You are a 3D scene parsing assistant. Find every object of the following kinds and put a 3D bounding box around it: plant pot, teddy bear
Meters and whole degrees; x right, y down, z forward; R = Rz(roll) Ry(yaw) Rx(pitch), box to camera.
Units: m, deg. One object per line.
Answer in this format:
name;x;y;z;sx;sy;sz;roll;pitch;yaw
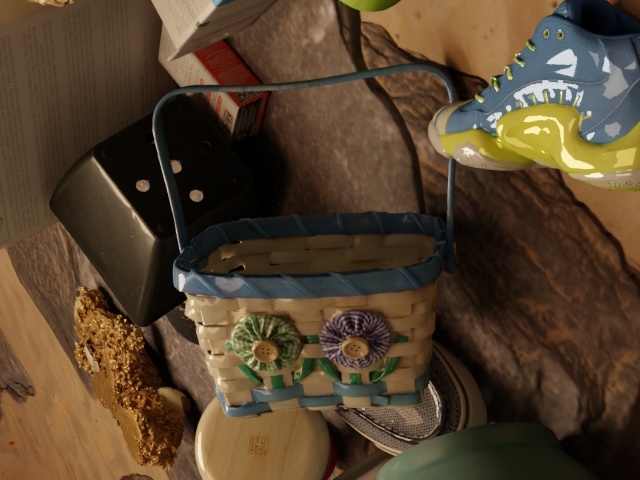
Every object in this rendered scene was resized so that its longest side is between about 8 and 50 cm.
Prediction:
plant pot;0.151;0.281;0.992;0.293;0.293;0.196;111;151;-54
plant pot;-0.169;-0.050;1.236;0.188;0.187;0.167;52;157;10
teddy bear;-0.309;0.214;1.833;0.338;0.113;0.245;35;136;51

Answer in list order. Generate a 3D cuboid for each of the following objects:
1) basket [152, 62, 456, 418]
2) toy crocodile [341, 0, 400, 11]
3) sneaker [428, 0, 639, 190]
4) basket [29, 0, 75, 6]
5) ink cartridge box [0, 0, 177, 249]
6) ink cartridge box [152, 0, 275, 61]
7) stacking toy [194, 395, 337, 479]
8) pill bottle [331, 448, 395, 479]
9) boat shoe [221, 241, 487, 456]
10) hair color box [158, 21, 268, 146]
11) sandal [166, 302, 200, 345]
basket;0.000;0.000;0.971;0.201;0.254;0.289;-59;-37;-77
toy crocodile;-0.018;-0.331;0.857;0.341;0.105;0.115;61;151;0
sneaker;0.168;-0.110;0.801;0.240;0.091;0.126;16;110;53
basket;-0.250;-0.374;1.072;0.299;0.223;0.214;30;139;45
ink cartridge box;-0.331;-0.142;1.234;0.091;0.385;0.308;43;146;27
ink cartridge box;-0.089;-0.239;1.054;0.060;0.104;0.180;62;151;-2
stacking toy;-0.040;0.246;1.295;0.141;0.141;0.330;52;177;16
pill bottle;0.115;0.356;1.206;0.265;0.153;0.153;58;151;4
boat shoe;0.001;0.109;1.129;0.340;0.158;0.127;31;98;43
hair color box;-0.118;-0.178;1.217;0.141;0.043;0.072;51;151;19
sandal;-0.144;0.117;1.537;0.179;0.040;0.067;21;140;30
